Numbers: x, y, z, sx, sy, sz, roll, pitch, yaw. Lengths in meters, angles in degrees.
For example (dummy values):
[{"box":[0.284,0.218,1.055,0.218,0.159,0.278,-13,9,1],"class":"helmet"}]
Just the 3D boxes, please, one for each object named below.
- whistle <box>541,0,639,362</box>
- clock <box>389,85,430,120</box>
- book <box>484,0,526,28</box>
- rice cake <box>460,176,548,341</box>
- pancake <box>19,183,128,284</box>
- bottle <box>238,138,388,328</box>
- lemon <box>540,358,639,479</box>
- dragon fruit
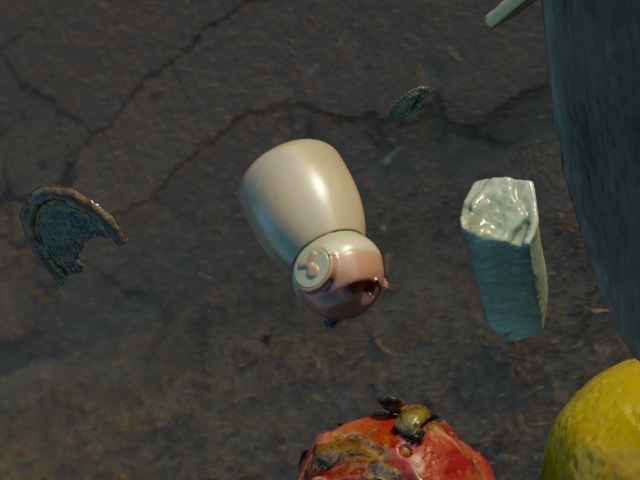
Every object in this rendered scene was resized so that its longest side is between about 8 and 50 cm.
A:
[{"box":[0.165,-0.130,0.349,0.168,0.188,0.405,-8,95,1],"class":"whistle"},{"box":[0.149,-0.229,1.826,0.010,0.083,0.074,53,150,22],"class":"clock"},{"box":[0.391,-0.417,1.417,0.389,0.269,0.032,-37,92,25],"class":"book"},{"box":[0.164,0.017,0.951,0.063,0.206,0.069,-1,59,14],"class":"rice cake"},{"box":[-0.354,0.001,1.545,0.184,0.020,0.191,24,134,14],"class":"pancake"},{"box":[0.000,0.000,1.373,0.147,0.147,0.237,-45,53,26],"class":"bottle"},{"box":[0.349,0.245,1.056,0.293,0.293,0.293,0,89,35],"class":"lemon"},{"box":[0.096,0.400,1.312,0.296,0.263,0.314,-31,110,19],"class":"dragon fruit"}]
